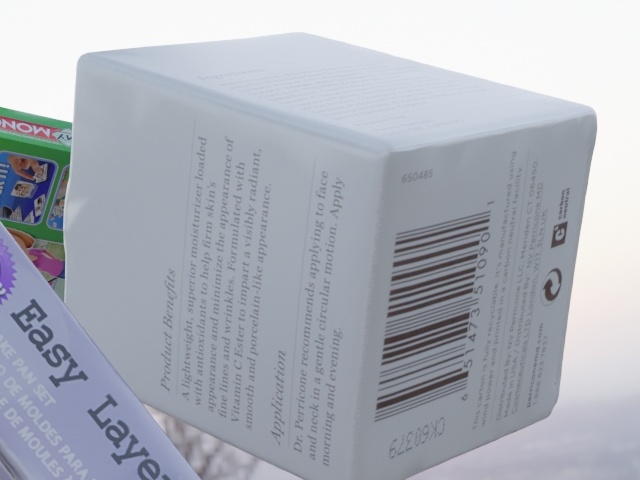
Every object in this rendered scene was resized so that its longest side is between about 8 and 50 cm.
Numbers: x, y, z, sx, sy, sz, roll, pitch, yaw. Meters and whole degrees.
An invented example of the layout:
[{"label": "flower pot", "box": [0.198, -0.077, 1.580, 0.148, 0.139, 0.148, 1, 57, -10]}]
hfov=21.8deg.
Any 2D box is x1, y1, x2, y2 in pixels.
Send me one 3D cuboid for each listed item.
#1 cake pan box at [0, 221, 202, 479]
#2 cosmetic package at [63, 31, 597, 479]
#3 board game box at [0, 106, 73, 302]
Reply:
[{"label": "cake pan box", "box": [-0.130, 0.140, 0.593, 0.246, 0.267, 0.070, -39, 1, 38]}, {"label": "cosmetic package", "box": [0.000, 0.000, 0.745, 0.183, 0.151, 0.151, 21, 23, 38]}, {"label": "board game box", "box": [-0.263, 0.040, 1.279, 0.213, 0.046, 0.317, 11, -55, -19]}]
